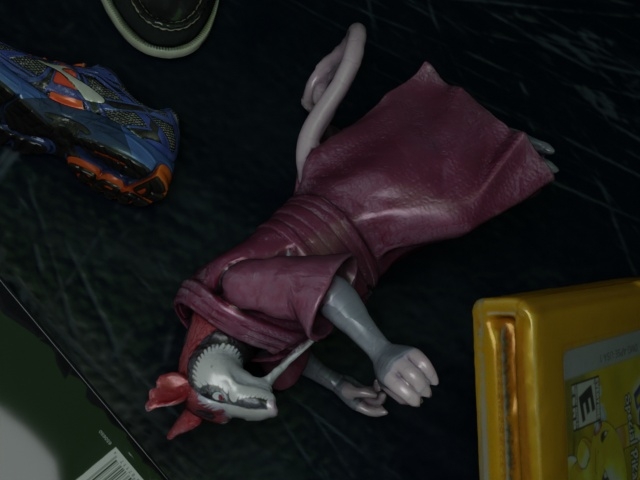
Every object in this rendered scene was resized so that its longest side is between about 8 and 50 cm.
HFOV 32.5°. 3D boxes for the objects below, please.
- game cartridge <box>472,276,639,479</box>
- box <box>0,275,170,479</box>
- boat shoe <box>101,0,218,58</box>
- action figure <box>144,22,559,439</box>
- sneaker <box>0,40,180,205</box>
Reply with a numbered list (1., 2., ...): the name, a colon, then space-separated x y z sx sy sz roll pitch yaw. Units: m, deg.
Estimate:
1. game cartridge: 0.221 0.172 0.826 0.324 0.053 0.285 -4 91 -50
2. box: -0.226 0.119 0.754 0.103 0.184 0.261 -39 86 -22
3. boat shoe: -0.137 -0.334 0.975 0.127 0.113 0.339 7 70 -15
4. action figure: 0.000 0.000 0.830 0.370 0.248 0.275 -38 85 -27
5. sneaker: -0.213 -0.113 0.905 0.221 0.083 0.087 32 52 -10
